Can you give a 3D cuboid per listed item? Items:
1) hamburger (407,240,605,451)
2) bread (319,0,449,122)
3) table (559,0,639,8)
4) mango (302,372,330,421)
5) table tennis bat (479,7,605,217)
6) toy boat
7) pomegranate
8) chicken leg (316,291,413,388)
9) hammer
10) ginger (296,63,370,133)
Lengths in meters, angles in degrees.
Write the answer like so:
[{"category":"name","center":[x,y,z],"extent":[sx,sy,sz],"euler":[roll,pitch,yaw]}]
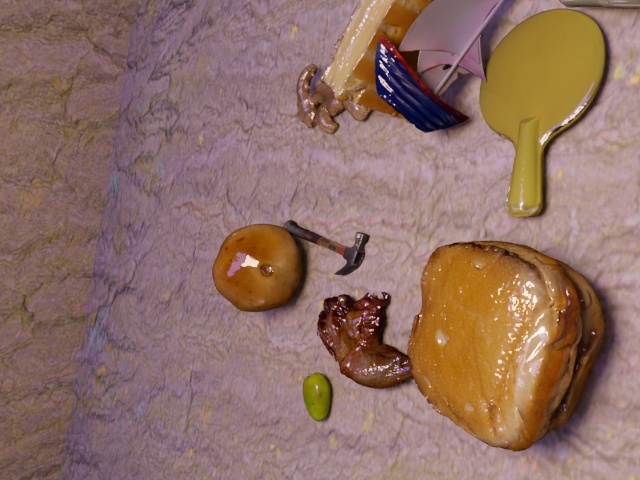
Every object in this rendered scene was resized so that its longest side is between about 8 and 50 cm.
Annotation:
[{"category":"hamburger","center":[0.277,0.152,0.857],"extent":[0.284,0.174,0.304],"euler":[29,105,49]},{"category":"bread","center":[0.144,-0.367,1.051],"extent":[0.111,0.246,0.239],"euler":[48,118,36]},{"category":"table","center":[0.471,-0.401,0.781],"extent":[0.220,0.127,0.126],"euler":[28,104,46]},{"category":"mango","center":[-0.008,0.355,1.230],"extent":[0.073,0.056,0.108],"euler":[-21,70,50]},{"category":"table tennis bat","center":[0.366,-0.217,0.924],"extent":[0.224,0.054,0.368],"euler":[-1,79,51]},{"category":"toy boat","center":[0.210,-0.350,0.957],"extent":[0.072,0.219,0.317],"euler":[-118,41,-64]},{"category":"pomegranate","center":[-0.153,0.069,1.325],"extent":[0.233,0.233,0.232],"euler":[-11,75,47]},{"category":"chicken leg","center":[0.110,0.208,1.116],"extent":[0.177,0.083,0.322],"euler":[-50,46,11]},{"category":"hammer","center":[-0.001,0.000,1.306],"extent":[0.288,0.033,0.111],"euler":[25,101,48]},{"category":"ginger","center":[0.026,-0.327,1.321],"extent":[0.259,0.065,0.149],"euler":[38,124,39]}]
